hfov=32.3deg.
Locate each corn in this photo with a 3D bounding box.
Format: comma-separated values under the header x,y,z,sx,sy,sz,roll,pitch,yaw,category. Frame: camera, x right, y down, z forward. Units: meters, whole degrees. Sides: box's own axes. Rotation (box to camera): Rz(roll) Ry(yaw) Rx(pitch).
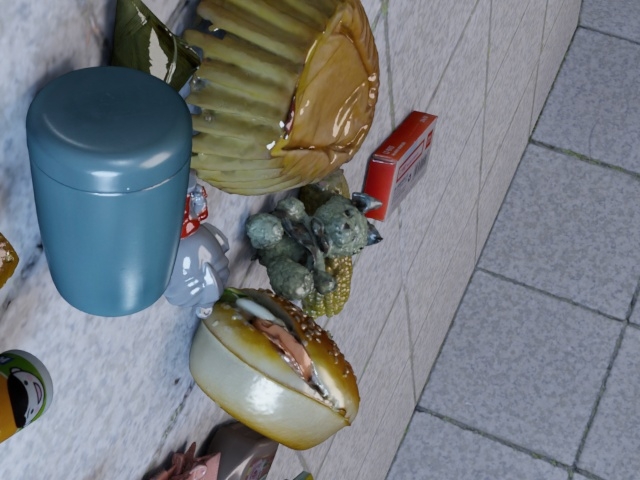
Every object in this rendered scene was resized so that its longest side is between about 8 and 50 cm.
x,y,z,sx,sy,sz,roll,pitch,yaw,category
0.005,0.011,1.568,0.288,0.086,0.086,91,24,-46,corn

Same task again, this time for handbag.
x,y,z,sx,sy,sz,roll,pitch,yaw,category
-0.196,0.352,1.345,0.212,0.059,0.157,-33,141,-65,handbag

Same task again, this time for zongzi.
x,y,z,sx,sy,sz,roll,pitch,yaw,category
-0.157,-0.136,0.885,0.104,0.052,0.113,-61,151,-10,zongzi

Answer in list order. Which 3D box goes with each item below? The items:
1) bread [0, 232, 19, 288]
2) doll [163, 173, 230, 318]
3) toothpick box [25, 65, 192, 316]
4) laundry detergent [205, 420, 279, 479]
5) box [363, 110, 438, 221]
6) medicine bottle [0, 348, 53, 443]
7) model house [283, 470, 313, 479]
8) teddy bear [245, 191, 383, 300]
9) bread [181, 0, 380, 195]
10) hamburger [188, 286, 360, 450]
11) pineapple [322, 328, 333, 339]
x,y,z,sx,sy,sz,roll,pitch,yaw,category
-0.251,0.032,0.781,0.083,0.036,0.047,-61,149,-28,bread
-0.133,0.007,1.104,0.094,0.079,0.180,-35,136,-27,doll
-0.163,-0.031,0.856,0.184,0.120,0.120,100,18,-44,toothpick box
-0.144,0.374,1.536,0.237,0.076,0.171,-68,164,3,laundry detergent
0.135,-0.129,1.905,0.229,0.050,0.123,-48,152,-53,box
-0.273,0.125,0.780,0.220,0.061,0.092,-35,133,-65,medicine bottle
-0.012,0.534,1.708,0.300,0.340,0.324,-12,117,-74,model house
-0.018,0.006,1.411,0.213,0.111,0.133,-23,95,-46,teddy bear
-0.033,-0.160,1.092,0.274,0.149,0.274,-51,156,-32,bread
-0.051,0.151,1.304,0.147,0.237,0.237,-52,164,-2,hamburger
0.002,0.172,1.886,0.045,0.019,0.083,-65,162,-5,pineapple
